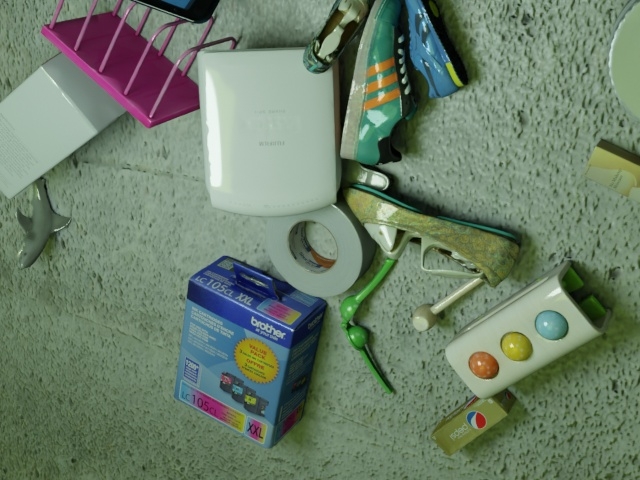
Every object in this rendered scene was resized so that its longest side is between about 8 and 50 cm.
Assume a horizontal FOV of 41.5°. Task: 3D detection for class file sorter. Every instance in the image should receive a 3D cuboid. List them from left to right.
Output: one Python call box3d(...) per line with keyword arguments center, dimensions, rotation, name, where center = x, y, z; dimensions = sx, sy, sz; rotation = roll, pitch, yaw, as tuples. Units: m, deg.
box3d(center=(-0.339, -0.396, 1.624), dimensions=(0.291, 0.202, 0.182), rotation=(41, 124, 8), name="file sorter")

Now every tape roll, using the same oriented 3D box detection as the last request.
box3d(center=(0.000, 0.000, 1.684), dimensions=(0.219, 0.072, 0.219), rotation=(13, 118, 25), name="tape roll")

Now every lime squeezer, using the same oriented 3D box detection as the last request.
box3d(center=(0.095, 0.173, 1.730), dimensions=(0.110, 0.059, 0.310), rotation=(-2, 112, -1), name="lime squeezer")

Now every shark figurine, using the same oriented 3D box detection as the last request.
box3d(center=(-0.665, -0.078, 2.044), dimensions=(0.116, 0.166, 0.278), rotation=(2, 96, 3), name="shark figurine")

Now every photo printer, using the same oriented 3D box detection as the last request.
box3d(center=(-0.090, -0.195, 1.543), dimensions=(0.256, 0.107, 0.307), rotation=(-2, 101, -1), name="photo printer")

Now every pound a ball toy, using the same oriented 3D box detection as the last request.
box3d(center=(0.324, 0.151, 1.524), dimensions=(0.208, 0.136, 0.319), rotation=(51, 126, 1), name="pound a ball toy")

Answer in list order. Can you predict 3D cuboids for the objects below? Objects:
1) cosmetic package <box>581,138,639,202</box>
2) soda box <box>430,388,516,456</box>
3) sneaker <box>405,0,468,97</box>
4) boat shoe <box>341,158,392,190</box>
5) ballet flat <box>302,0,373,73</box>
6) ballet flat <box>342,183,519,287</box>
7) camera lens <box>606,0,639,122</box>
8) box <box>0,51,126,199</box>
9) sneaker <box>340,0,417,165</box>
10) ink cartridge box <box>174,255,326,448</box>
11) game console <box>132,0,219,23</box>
box3d(center=(0.490, -0.110, 1.366), dimensions=(0.115, 0.041, 0.060), rotation=(27, 123, 17), name="cosmetic package")
box3d(center=(0.300, 0.353, 1.674), dimensions=(0.058, 0.061, 0.181), rotation=(45, 126, 5), name="soda box")
box3d(center=(0.173, -0.340, 1.429), dimensions=(0.082, 0.069, 0.209), rotation=(-19, 102, 32), name="sneaker")
box3d(center=(0.079, -0.129, 1.601), dimensions=(0.125, 0.038, 0.046), rotation=(22, 102, 19), name="boat shoe")
box3d(center=(0.039, -0.367, 1.445), dimensions=(0.070, 0.070, 0.188), rotation=(29, 87, 16), name="ballet flat")
box3d(center=(0.182, -0.004, 1.537), dimensions=(0.349, 0.123, 0.123), rotation=(20, 120, 19), name="ballet flat")
box3d(center=(0.514, -0.267, 1.135), dimensions=(0.220, 0.274, 0.219), rotation=(13, 118, 25), name="camera lens")
box3d(center=(-0.565, -0.265, 1.788), dimensions=(0.345, 0.215, 0.168), rotation=(-26, 110, 36), name="box")
box3d(center=(0.119, -0.278, 1.481), dimensions=(0.121, 0.108, 0.302), rotation=(12, 113, 4), name="sneaker")
box3d(center=(-0.154, 0.214, 1.828), dimensions=(0.270, 0.151, 0.395), rotation=(23, 120, 20), name="ink cartridge box")
box3d(center=(-0.286, -0.564, 1.491), dimensions=(0.293, 0.173, 0.250), rotation=(20, 125, 2), name="game console")
